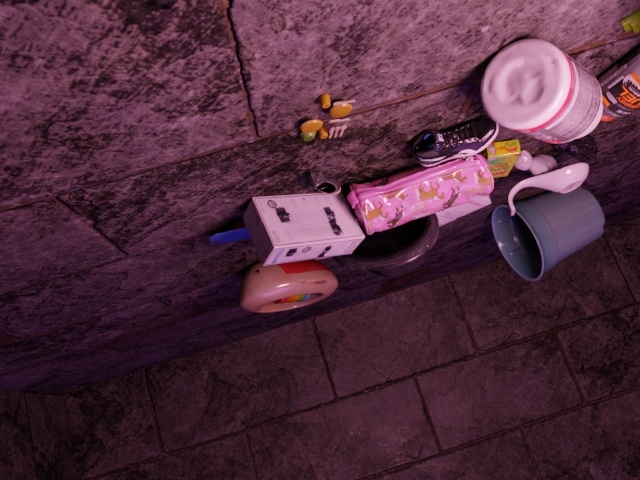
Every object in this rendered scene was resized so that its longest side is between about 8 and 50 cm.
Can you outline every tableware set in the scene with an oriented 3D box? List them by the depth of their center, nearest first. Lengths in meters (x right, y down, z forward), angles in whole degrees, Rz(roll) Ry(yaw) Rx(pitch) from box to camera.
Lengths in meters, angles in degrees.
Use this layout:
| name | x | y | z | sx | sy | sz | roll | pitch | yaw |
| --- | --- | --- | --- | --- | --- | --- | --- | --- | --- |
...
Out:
| name | x | y | z | sx | sy | sz | roll | pitch | yaw |
| --- | --- | --- | --- | --- | --- | --- | --- | --- | --- |
| tableware set | 0.008 | -0.250 | 1.148 | 0.104 | 0.024 | 0.154 | -11 | 164 | -12 |

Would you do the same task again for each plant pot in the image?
| name | x | y | z | sx | sy | sz | roll | pitch | yaw |
| --- | --- | --- | --- | --- | --- | --- | --- | --- | --- |
| plant pot | 0.940 | -0.055 | 2.303 | 0.334 | 0.341 | 0.341 | -24 | 165 | -9 |

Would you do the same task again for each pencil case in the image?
| name | x | y | z | sx | sy | sz | roll | pitch | yaw |
| --- | --- | --- | --- | --- | --- | --- | --- | --- | --- |
| pencil case | 0.271 | -0.140 | 1.554 | 0.386 | 0.167 | 0.160 | -19 | -156 | 5 |

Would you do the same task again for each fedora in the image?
| name | x | y | z | sx | sy | sz | roll | pitch | yaw |
| --- | --- | --- | --- | --- | --- | --- | --- | --- | --- |
| fedora | 0.196 | 0.014 | 1.677 | 0.334 | 0.334 | 0.152 | -20 | 130 | 6 |

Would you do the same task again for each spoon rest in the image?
| name | x | y | z | sx | sy | sz | roll | pitch | yaw |
| --- | --- | --- | --- | --- | --- | --- | --- | --- | --- |
| spoon rest | 0.720 | -0.177 | 1.791 | 0.276 | 0.084 | 0.137 | -25 | 156 | 5 |

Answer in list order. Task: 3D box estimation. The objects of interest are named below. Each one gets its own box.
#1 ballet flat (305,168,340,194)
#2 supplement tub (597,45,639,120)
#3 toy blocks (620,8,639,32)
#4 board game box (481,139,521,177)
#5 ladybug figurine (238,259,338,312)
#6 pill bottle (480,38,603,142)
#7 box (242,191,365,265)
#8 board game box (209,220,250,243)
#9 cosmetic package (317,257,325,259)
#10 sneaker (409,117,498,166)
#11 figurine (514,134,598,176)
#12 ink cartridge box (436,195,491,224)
| name | x | y | z | sx | sy | sz | roll | pitch | yaw |
| --- | --- | --- | --- | --- | --- | --- | --- | --- | --- |
| ballet flat | 0.008 | -0.140 | 1.456 | 0.057 | 0.049 | 0.173 | -23 | 163 | 20 |
| supplement tub | 0.744 | -0.375 | 1.345 | 0.117 | 0.117 | 0.190 | -10 | 162 | -26 |
| toy blocks | 0.725 | -0.374 | 1.070 | 0.191 | 0.261 | 0.381 | -29 | 160 | 33 |
| board game box | 0.526 | -0.238 | 1.671 | 0.092 | 0.043 | 0.181 | -7 | 164 | 4 |
| ladybug figurine | -0.121 | 0.158 | 2.106 | 0.305 | 0.162 | 0.449 | -30 | 160 | 34 |
| pill bottle | 0.491 | -0.304 | 1.203 | 0.176 | 0.176 | 0.318 | -31 | 159 | 38 |
| box | -0.043 | -0.036 | 1.514 | 0.290 | 0.169 | 0.087 | -8 | 149 | -34 |
| board game box | -0.234 | -0.031 | 1.600 | 0.168 | 0.033 | 0.133 | -12 | 169 | -2 |
| cosmetic package | 0.000 | 0.000 | 1.795 | 0.060 | 0.115 | 0.041 | -12 | 163 | -20 |
| sneaker | 0.327 | -0.248 | 1.386 | 0.217 | 0.079 | 0.121 | -23 | 165 | 23 |
| figurine | 0.711 | -0.270 | 1.744 | 0.209 | 0.092 | 0.215 | 8 | 152 | -41 |
| ink cartridge box | 0.375 | -0.123 | 1.791 | 0.273 | 0.115 | 0.198 | -27 | 162 | 29 |
